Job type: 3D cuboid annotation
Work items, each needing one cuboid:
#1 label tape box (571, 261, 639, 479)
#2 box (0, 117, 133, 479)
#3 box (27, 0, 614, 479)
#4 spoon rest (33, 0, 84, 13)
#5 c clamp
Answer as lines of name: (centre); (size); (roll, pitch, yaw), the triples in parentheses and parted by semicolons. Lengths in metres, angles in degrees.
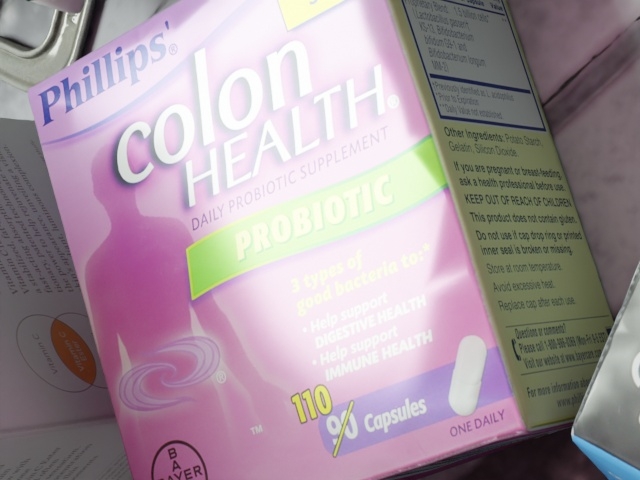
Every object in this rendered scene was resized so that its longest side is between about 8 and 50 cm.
label tape box: (0.234, 0.075, 0.582); (0.241, 0.106, 0.333); (28, 105, 32)
box: (-0.260, 0.060, 0.776); (0.168, 0.345, 0.215); (-45, 66, 26)
box: (0.000, 0.000, 0.735); (0.213, 0.117, 0.243); (-23, 77, 32)
spoon rest: (-0.243, -0.183, 0.900); (0.276, 0.084, 0.137); (17, 100, 44)
c clamp: (-0.184, -0.158, 0.918); (0.137, 0.022, 0.160); (32, 108, 30)
